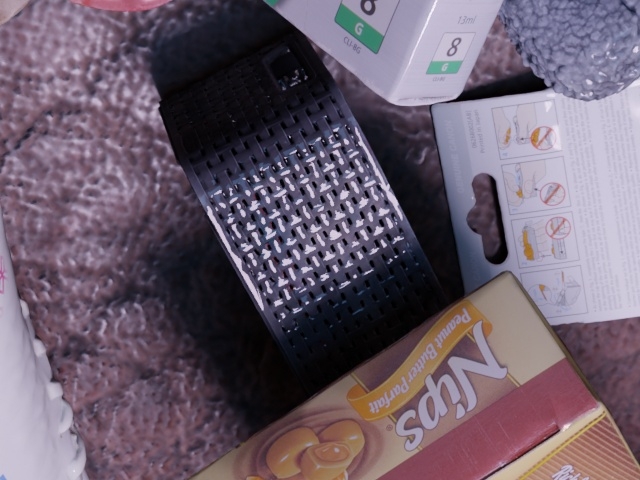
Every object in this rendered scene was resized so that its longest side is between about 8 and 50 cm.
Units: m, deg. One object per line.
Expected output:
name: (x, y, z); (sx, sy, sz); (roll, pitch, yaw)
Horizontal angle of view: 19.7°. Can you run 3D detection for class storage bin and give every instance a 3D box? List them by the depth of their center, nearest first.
storage bin: (0.000, 0.000, 0.919); (0.084, 0.122, 0.180); (-29, 115, 1)

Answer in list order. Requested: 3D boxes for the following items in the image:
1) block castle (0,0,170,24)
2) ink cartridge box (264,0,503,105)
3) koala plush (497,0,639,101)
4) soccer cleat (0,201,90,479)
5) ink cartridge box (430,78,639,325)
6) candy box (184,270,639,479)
block castle: (-0.294, -0.154, 0.746); (0.453, 0.213, 0.303); (-25, 115, -1)
ink cartridge box: (0.028, -0.199, 0.796); (0.056, 0.181, 0.224); (-11, 133, -44)
koala plush: (0.127, -0.212, 0.849); (0.196, 0.203, 0.221); (-41, 94, 20)
soccer cleat: (-0.178, 0.083, 0.938); (0.143, 0.116, 0.331); (-1, 116, -28)
ink cartridge box: (0.160, -0.028, 0.997); (0.179, 0.045, 0.145); (-7, 115, 11)
candy box: (0.078, 0.153, 0.935); (0.183, 0.087, 0.316); (-34, 148, 3)
